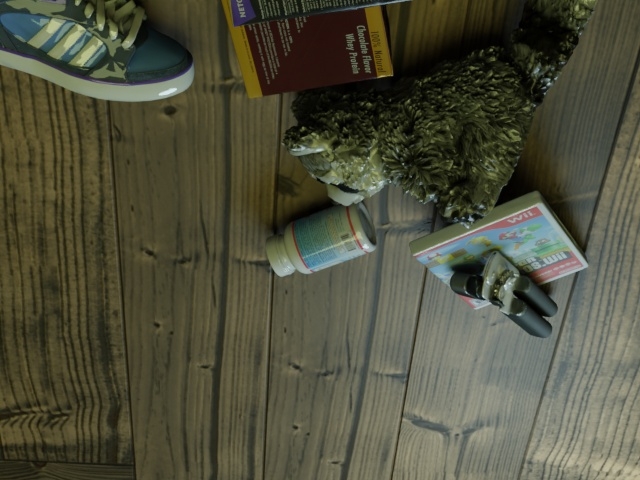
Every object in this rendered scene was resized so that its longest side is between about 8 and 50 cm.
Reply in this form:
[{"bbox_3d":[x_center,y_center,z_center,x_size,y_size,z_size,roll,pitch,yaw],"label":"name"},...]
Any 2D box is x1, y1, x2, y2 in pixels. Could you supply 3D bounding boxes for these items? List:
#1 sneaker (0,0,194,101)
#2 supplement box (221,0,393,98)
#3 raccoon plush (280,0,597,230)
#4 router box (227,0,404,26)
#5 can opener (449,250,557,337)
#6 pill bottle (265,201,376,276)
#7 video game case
[{"bbox_3d":[-0.309,-0.321,1.390,0.323,0.130,0.236,13,133,-4],"label":"sneaker"},{"bbox_3d":[-0.017,-0.309,1.401,0.194,0.129,0.191,-8,129,8],"label":"supplement box"},{"bbox_3d":[0.144,-0.227,1.482,0.299,0.216,0.446,25,101,-4],"label":"raccoon plush"},{"bbox_3d":[0.019,-0.365,1.238,0.243,0.308,0.081,-8,128,6],"label":"router box"},{"bbox_3d":[0.297,0.085,1.708,0.093,0.074,0.280,11,168,36],"label":"can opener"},{"bbox_3d":[0.000,0.000,1.684,0.160,0.087,0.087,-20,127,16],"label":"pill bottle"},{"bbox_3d":[0.281,0.022,1.666,0.204,0.025,0.285,-23,151,18],"label":"video game case"}]
